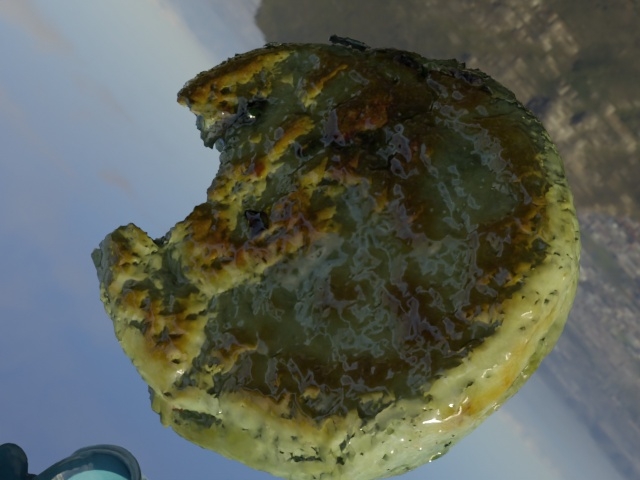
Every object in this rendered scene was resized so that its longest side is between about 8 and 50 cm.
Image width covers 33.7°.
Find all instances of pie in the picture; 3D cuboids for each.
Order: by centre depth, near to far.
[{"bbox_3d":[0.007,0.003,0.638,0.302,0.302,0.067,51,177,30],"label":"pie"}]

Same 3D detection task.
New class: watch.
[{"bbox_3d":[-0.259,0.312,1.096,0.211,0.193,0.211,-10,-90,-68],"label":"watch"}]
